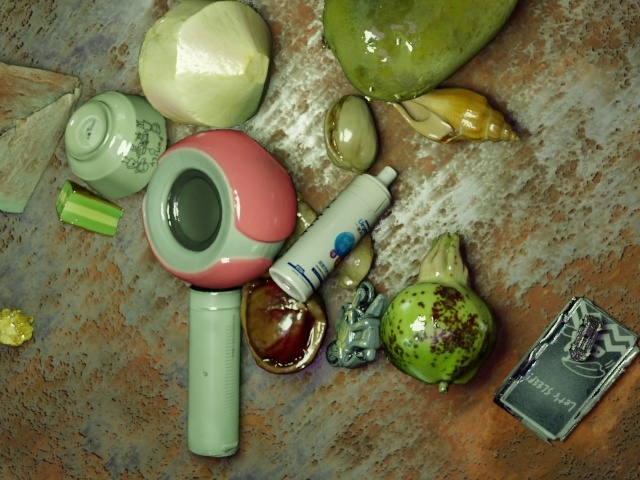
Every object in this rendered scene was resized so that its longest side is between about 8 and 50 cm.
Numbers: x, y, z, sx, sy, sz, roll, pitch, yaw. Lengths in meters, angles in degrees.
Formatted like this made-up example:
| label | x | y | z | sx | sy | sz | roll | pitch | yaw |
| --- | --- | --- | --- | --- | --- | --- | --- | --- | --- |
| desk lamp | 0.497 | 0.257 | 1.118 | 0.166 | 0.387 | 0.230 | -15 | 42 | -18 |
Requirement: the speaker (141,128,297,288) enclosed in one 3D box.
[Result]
| label | x | y | z | sx | sy | sz | roll | pitch | yaw |
| --- | --- | --- | --- | --- | --- | --- | --- | --- | --- |
| speaker | -0.189 | -0.051 | 1.683 | 0.294 | 0.294 | 0.294 | 1 | 99 | 7 |

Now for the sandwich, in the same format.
| label | x | y | z | sx | sy | sz | roll | pitch | yaw |
| --- | --- | --- | --- | --- | --- | --- | --- | --- | --- |
| sandwich | -0.468 | -0.065 | 1.850 | 0.116 | 0.074 | 0.074 | 21 | 102 | -29 |

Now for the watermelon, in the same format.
| label | x | y | z | sx | sy | sz | roll | pitch | yaw |
| --- | --- | --- | --- | --- | --- | --- | --- | --- | --- |
| watermelon | -0.629 | -0.214 | 1.801 | 0.250 | 0.293 | 0.283 | -50 | 60 | 49 |

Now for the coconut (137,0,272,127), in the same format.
| label | x | y | z | sx | sy | sz | roll | pitch | yaw |
| --- | --- | --- | --- | --- | --- | --- | --- | --- | --- |
| coconut | -0.199 | -0.319 | 1.648 | 0.259 | 0.259 | 0.259 | 1 | 99 | 7 |

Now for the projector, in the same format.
| label | x | y | z | sx | sy | sz | roll | pitch | yaw |
| --- | --- | --- | --- | --- | --- | --- | --- | --- | --- |
| projector | -0.210 | 0.254 | 1.814 | 0.108 | 0.108 | 0.337 | 3 | 99 | 7 |

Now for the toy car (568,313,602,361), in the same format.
| label | x | y | z | sx | sy | sz | roll | pitch | yaw |
| --- | --- | --- | --- | --- | --- | --- | --- | --- | --- |
| toy car | 0.497 | 0.184 | 1.718 | 0.041 | 0.025 | 0.093 | 24 | 97 | 4 |

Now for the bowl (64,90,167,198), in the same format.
| label | x | y | z | sx | sy | sz | roll | pitch | yaw |
| --- | --- | --- | --- | --- | --- | --- | --- | --- | --- |
| bowl | -0.403 | -0.192 | 1.726 | 0.212 | 0.112 | 0.211 | -7 | 75 | 27 |

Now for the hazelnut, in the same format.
| label | x | y | z | sx | sy | sz | roll | pitch | yaw |
| --- | --- | --- | --- | --- | --- | --- | --- | --- | --- |
| hazelnut | -0.074 | 0.148 | 1.751 | 0.170 | 0.160 | 0.201 | -27 | 102 | 6 |

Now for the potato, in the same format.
| label | x | y | z | sx | sy | sz | roll | pitch | yaw |
| --- | --- | --- | --- | --- | --- | --- | --- | --- | --- |
| potato | 0.175 | -0.412 | 1.606 | 0.359 | 0.219 | 0.269 | -35 | 79 | -1 |

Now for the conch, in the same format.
| label | x | y | z | sx | sy | sz | roll | pitch | yaw |
| --- | --- | --- | --- | --- | --- | --- | --- | --- | --- |
| conch | 0.221 | -0.247 | 1.697 | 0.330 | 0.093 | 0.109 | 27 | 120 | 23 |

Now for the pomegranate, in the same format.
| label | x | y | z | sx | sy | sz | roll | pitch | yaw |
| --- | --- | --- | --- | --- | --- | --- | --- | --- | --- |
| pomegranate | 0.236 | 0.134 | 1.686 | 0.204 | 0.222 | 0.276 | 29 | 85 | 22 |

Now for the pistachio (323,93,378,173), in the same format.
| label | x | y | z | sx | sy | sz | roll | pitch | yaw |
| --- | --- | --- | --- | --- | --- | --- | --- | --- | --- |
| pistachio | 0.060 | -0.199 | 1.713 | 0.113 | 0.113 | 0.149 | 2 | 92 | 7 |

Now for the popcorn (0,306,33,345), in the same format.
| label | x | y | z | sx | sy | sz | roll | pitch | yaw |
| --- | --- | --- | --- | --- | --- | --- | --- | --- | --- |
| popcorn | -0.635 | 0.177 | 1.884 | 0.082 | 0.057 | 0.083 | 12 | 103 | 12 |

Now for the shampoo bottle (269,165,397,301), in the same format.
| label | x | y | z | sx | sy | sz | roll | pitch | yaw |
| --- | --- | --- | --- | --- | --- | --- | --- | --- | --- |
| shampoo bottle | 0.037 | -0.024 | 1.687 | 0.092 | 0.092 | 0.303 | 44 | 73 | 0 |

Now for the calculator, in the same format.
| label | x | y | z | sx | sy | sz | roll | pitch | yaw |
| --- | --- | --- | --- | --- | --- | --- | --- | --- | --- |
| calculator | 0.475 | 0.254 | 1.761 | 0.166 | 0.028 | 0.274 | 37 | 102 | 0 |

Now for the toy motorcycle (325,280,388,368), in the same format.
| label | x | y | z | sx | sy | sz | roll | pitch | yaw |
| --- | --- | --- | --- | --- | --- | --- | --- | --- | --- |
| toy motorcycle | 0.075 | 0.179 | 1.761 | 0.061 | 0.124 | 0.193 | 11 | 112 | -39 |

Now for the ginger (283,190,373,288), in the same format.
| label | x | y | z | sx | sy | sz | roll | pitch | yaw |
| --- | --- | --- | --- | --- | --- | --- | --- | --- | --- |
| ginger | -0.001 | 0.005 | 1.763 | 0.213 | 0.074 | 0.137 | 29 | 82 | -1 |
